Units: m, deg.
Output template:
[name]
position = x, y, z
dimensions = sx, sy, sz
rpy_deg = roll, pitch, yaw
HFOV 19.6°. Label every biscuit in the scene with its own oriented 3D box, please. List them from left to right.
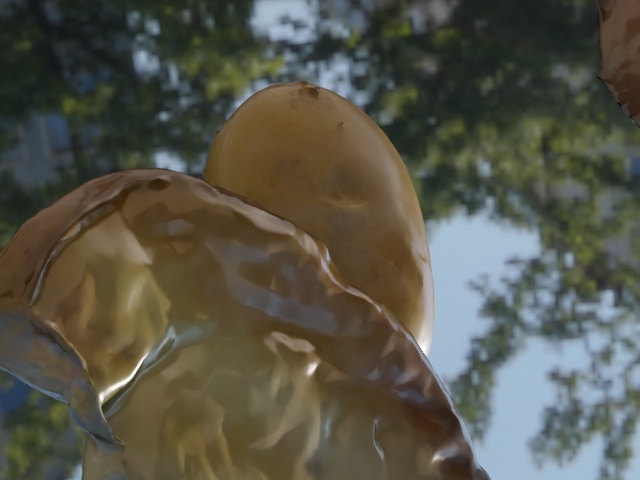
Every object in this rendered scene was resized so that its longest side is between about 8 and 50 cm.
[biscuit]
position = -0.001, 0.096, 0.630
dimensions = 0.045, 0.299, 0.154
rpy_deg = -9, -152, 40

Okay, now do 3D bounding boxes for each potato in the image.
[potato]
position = 0.000, 0.000, 1.197
dimensions = 0.150, 0.146, 0.234
rpy_deg = 1, -131, -31

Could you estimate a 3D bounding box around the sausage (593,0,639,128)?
[sausage]
position = 0.222, -0.028, 0.717
dimensions = 0.082, 0.082, 0.371
rpy_deg = 9, 173, 36
